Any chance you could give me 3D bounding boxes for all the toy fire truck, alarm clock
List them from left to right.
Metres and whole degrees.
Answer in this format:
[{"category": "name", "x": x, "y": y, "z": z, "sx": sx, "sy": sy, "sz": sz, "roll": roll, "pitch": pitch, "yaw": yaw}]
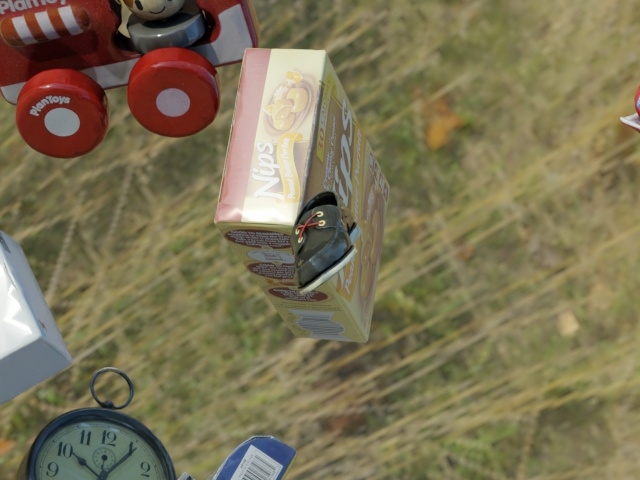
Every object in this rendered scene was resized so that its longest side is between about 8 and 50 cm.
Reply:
[{"category": "alarm clock", "x": -0.187, "y": 0.192, "z": 1.559, "sx": 0.129, "sy": 0.064, "sz": 0.192, "roll": 17, "pitch": 57, "yaw": -16}, {"category": "toy fire truck", "x": -0.229, "y": -0.244, "z": 1.962, "sx": 0.169, "sy": 0.302, "sz": 0.254, "roll": -90, "pitch": 165, "yaw": -49}]

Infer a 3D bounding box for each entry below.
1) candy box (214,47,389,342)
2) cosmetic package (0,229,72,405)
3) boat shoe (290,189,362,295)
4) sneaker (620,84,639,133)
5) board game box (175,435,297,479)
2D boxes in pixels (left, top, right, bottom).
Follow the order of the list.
[{"category": "candy box", "x": -0.011, "y": -0.037, "z": 1.839, "sx": 0.316, "sy": 0.087, "sz": 0.183, "roll": 61, "pitch": 35, "yaw": -64}, {"category": "cosmetic package", "x": -0.321, "y": 0.095, "z": 1.435, "sx": 0.117, "sy": 0.231, "sz": 0.085, "roll": 62, "pitch": 3, "yaw": 22}, {"category": "boat shoe", "x": -0.002, "y": 0.001, "z": 1.242, "sx": 0.042, "sy": 0.049, "sz": 0.133, "roll": 54, "pitch": 14, "yaw": -10}, {"category": "sneaker", "x": 0.215, "y": -0.065, "z": 1.111, "sx": 0.067, "sy": 0.042, "sz": 0.118, "roll": 39, "pitch": 14, "yaw": -1}, {"category": "board game box", "x": -0.113, "y": 0.237, "z": 1.307, "sx": 0.060, "sy": 0.194, "sz": 0.194, "roll": 35, "pitch": 59, "yaw": -6}]
